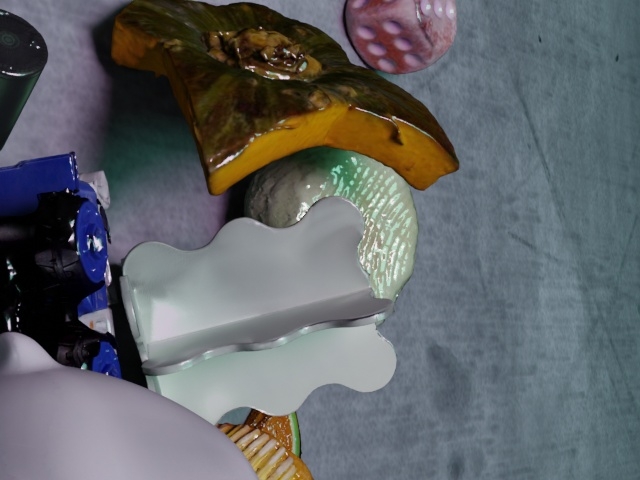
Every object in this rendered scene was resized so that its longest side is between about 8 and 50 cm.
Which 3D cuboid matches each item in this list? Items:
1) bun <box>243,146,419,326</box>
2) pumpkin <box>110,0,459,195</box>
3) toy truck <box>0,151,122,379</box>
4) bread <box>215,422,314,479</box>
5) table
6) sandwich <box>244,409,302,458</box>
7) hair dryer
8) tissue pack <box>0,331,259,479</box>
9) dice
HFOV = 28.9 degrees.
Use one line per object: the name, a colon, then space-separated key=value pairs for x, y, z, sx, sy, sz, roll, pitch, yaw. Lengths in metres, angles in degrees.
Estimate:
bun: x=0.000 y=0.000 z=1.163 sx=0.195 sy=0.118 sz=0.195 roll=-1 pitch=91 yaw=-45
pumpkin: x=-0.048 y=-0.133 z=1.046 sx=0.258 sy=0.290 sz=0.095 roll=2 pitch=119 yaw=-38
toy truck: x=-0.204 y=0.051 z=0.866 sx=0.177 sy=0.161 sz=0.213 roll=-2 pitch=87 yaw=-79
bread: x=-0.064 y=0.242 z=1.032 sx=0.114 sy=0.132 sz=0.191 roll=-43 pitch=124 yaw=-48
table: x=-0.046 y=0.061 z=0.987 sx=0.166 sy=0.198 sz=0.167 roll=166 pitch=-90 yaw=-85
sandwich: x=-0.047 y=0.191 z=1.158 sx=0.069 sy=0.026 sz=0.101 roll=-11 pitch=92 yaw=-51
hair dryer: x=-0.252 y=-0.157 z=0.843 sx=0.057 sy=0.100 sz=0.198 roll=-8 pitch=63 yaw=-41
tissue pack: x=-0.189 y=0.205 z=0.688 sx=0.229 sy=0.333 sz=0.236 roll=24 pitch=48 yaw=-53
dice: x=0.089 y=-0.242 z=1.344 sx=0.093 sy=0.094 sz=0.091 roll=50 pitch=48 yaw=-37
